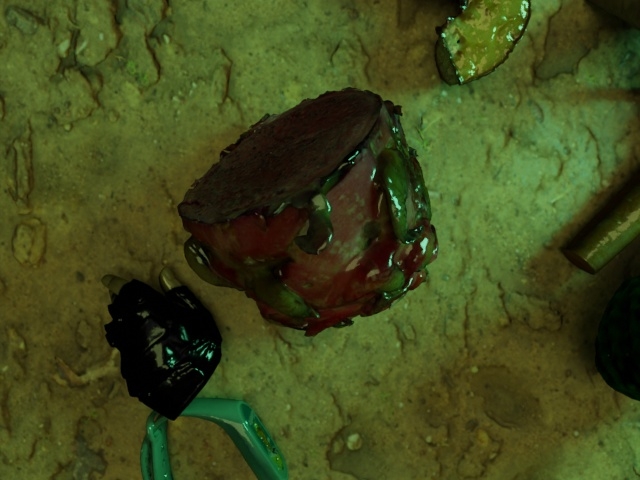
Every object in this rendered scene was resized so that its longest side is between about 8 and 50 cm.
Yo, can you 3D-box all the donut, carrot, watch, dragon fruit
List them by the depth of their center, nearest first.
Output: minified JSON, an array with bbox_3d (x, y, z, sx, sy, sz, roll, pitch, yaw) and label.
[{"bbox_3d":[0.000,0.000,0.596,0.296,0.314,0.263,-13,124,28],"label":"dragon fruit"},{"bbox_3d":[0.194,-0.321,0.648,0.141,0.085,0.217,-17,94,2],"label":"donut"},{"bbox_3d":[0.441,-0.048,0.671,0.067,0.067,0.225,45,95,-2],"label":"carrot"},{"bbox_3d":[-0.161,0.335,0.711,0.195,0.068,0.237,-30,96,5],"label":"watch"}]

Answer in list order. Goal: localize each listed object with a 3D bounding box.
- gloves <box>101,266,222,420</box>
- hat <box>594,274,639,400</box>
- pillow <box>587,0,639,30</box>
[{"bbox_3d":[-0.238,0.127,0.678,0.203,0.124,0.164,41,73,-7],"label":"gloves"},{"bbox_3d":[0.492,0.054,0.589,0.242,0.274,0.332,23,77,-11],"label":"hat"},{"bbox_3d":[0.489,-0.299,0.589,0.223,0.236,0.084,-12,126,6],"label":"pillow"}]
